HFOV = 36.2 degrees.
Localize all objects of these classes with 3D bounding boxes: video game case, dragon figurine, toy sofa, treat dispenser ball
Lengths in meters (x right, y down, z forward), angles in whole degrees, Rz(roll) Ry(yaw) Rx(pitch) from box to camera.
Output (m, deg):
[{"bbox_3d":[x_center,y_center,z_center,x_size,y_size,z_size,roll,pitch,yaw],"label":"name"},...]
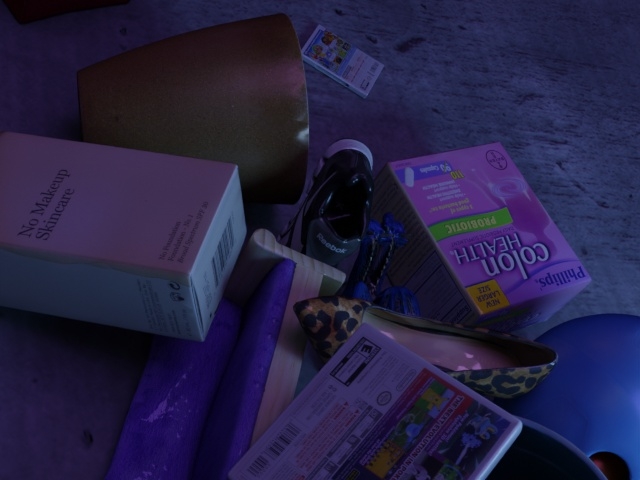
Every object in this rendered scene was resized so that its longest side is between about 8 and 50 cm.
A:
[{"bbox_3d":[0.033,-0.277,1.515,0.122,0.011,0.087,32,48,-4],"label":"video game case"},{"bbox_3d":[0.062,0.099,1.160,0.085,0.144,0.289,10,53,-22],"label":"dragon figurine"},{"bbox_3d":[-0.106,0.166,1.017,0.177,0.150,0.363,24,49,-12],"label":"toy sofa"},{"bbox_3d":[0.336,0.227,1.115,0.288,0.288,0.288,14,51,-18],"label":"treat dispenser ball"},{"bbox_3d":[0.049,0.190,0.879,0.183,0.023,0.201,31,63,28],"label":"video game case"}]

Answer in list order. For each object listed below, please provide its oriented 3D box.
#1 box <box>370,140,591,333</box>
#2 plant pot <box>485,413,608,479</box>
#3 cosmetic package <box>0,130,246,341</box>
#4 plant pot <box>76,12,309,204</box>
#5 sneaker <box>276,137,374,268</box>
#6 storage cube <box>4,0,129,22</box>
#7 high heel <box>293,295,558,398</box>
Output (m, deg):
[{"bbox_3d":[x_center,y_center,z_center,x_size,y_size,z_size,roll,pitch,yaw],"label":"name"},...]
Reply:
[{"bbox_3d":[0.201,0.006,1.323,0.213,0.117,0.243,-12,64,-35],"label":"box"},{"bbox_3d":[0.148,0.339,0.921,0.271,0.255,0.272,-7,51,8],"label":"plant pot"},{"bbox_3d":[-0.247,-0.011,1.016,0.309,0.113,0.160,9,49,10],"label":"cosmetic package"},{"bbox_3d":[-0.164,-0.154,1.197,0.254,0.237,0.237,-4,57,-14],"label":"plant pot"},{"bbox_3d":[0.000,0.000,1.142,0.078,0.234,0.106,20,18,-16],"label":"sneaker"},{"bbox_3d":[-0.348,-0.433,1.303,0.183,0.193,0.215,-25,71,-39],"label":"storage cube"},{"bbox_3d":[0.112,0.098,1.004,0.261,0.186,0.093,33,50,-39],"label":"high heel"}]
